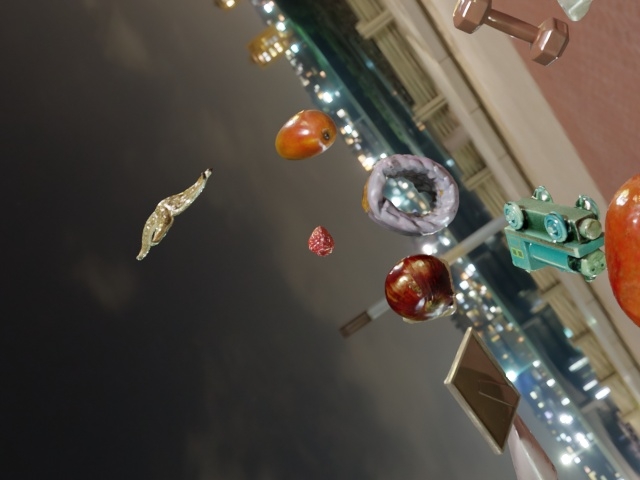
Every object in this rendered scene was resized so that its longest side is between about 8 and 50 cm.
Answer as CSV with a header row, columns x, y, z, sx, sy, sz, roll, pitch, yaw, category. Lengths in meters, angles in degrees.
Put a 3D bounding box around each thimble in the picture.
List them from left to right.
x,y,z,sx,sy,sz,roll,pitch,yaw,category
0.149,-0.074,1.302,0.152,0.127,0.118,13,176,-5,thimble

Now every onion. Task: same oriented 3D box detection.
x,y,z,sx,sy,sz,roll,pitch,yaw,category
0.160,0.080,1.282,0.118,0.119,0.117,-113,8,-61,onion

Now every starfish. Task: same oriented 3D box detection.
x,y,z,sx,sy,sz,roll,pitch,yaw,category
-0.264,-0.046,1.370,0.050,0.223,0.216,33,-157,-16,starfish

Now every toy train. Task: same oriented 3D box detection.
x,y,z,sx,sy,sz,roll,pitch,yaw,category
0.537,-0.008,1.792,0.298,0.120,0.194,28,139,67,toy train

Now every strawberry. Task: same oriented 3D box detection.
x,y,z,sx,sy,sz,roll,pitch,yaw,category
0.000,0.000,2.129,0.083,0.073,0.073,76,168,-50,strawberry

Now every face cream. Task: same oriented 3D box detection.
x,y,z,sx,sy,sz,roll,pitch,yaw,category
0.459,0.477,1.746,0.314,0.089,0.143,58,-168,-31,face cream

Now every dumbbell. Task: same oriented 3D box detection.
x,y,z,sx,sy,sz,roll,pitch,yaw,category
0.377,-0.427,1.553,0.231,0.082,0.092,20,-133,-9,dumbbell

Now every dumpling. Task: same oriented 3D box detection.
x,y,z,sx,sy,sz,roll,pitch,yaw,category
0.673,-0.685,2.028,0.124,0.151,0.229,56,180,43,dumpling

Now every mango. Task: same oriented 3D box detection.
x,y,z,sx,sy,sz,roll,pitch,yaw,category
-0.054,-0.300,2.296,0.129,0.146,0.289,32,156,-19,mango

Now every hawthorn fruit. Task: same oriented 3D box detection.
x,y,z,sx,sy,sz,roll,pitch,yaw,category
0.470,0.028,0.999,0.224,0.224,0.260,44,-125,-51,hawthorn fruit

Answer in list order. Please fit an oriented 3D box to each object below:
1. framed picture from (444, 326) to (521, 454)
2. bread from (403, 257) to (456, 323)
x,y,z,sx,sy,sz,roll,pitch,yaw,category
0.313,0.286,1.490,0.203,0.015,0.150,53,-134,-22,framed picture
0.281,0.136,2.069,0.134,0.148,0.141,19,-125,-40,bread
